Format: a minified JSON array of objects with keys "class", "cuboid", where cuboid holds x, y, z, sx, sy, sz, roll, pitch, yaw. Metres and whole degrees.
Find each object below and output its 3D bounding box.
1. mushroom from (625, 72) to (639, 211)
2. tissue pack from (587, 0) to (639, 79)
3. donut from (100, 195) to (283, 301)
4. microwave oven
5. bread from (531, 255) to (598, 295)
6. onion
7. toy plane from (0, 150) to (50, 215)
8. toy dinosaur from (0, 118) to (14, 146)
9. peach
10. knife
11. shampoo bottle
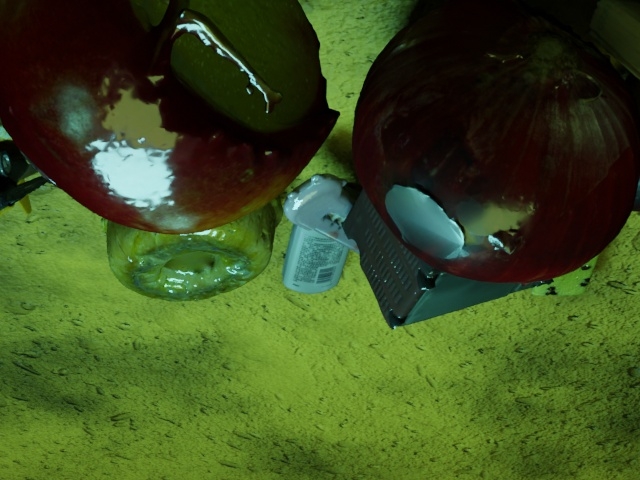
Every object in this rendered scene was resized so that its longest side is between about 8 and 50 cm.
[{"class":"mushroom","cuboid":[0.462,-0.130,2.070,0.217,0.148,0.227,-8,158,-16]},{"class":"tissue pack","cuboid":[0.425,-0.177,1.801,0.170,0.325,0.071,10,112,-18]},{"class":"donut","cuboid":[-0.169,-0.010,2.266,0.208,0.128,0.261,20,147,-31]},{"class":"microwave oven","cuboid":[0.182,-0.018,2.124,0.247,0.178,0.188,-15,159,-26]},{"class":"bread","cuboid":[0.353,0.007,2.364,0.088,0.049,0.226,1,150,-1]},{"class":"onion","cuboid":[0.198,-0.102,1.879,0.341,0.341,0.341,1,150,0]},{"class":"toy plane","cuboid":[-0.452,-0.047,2.090,0.204,0.103,0.316,-7,-168,14]},{"class":"toy dinosaur","cuboid":[-0.431,-0.139,2.139,0.212,0.057,0.142,-10,170,41]},{"class":"peach","cuboid":[-0.184,-0.179,1.754,0.310,0.335,0.406,-26,144,24]},{"class":"knife","cuboid":[0.065,-0.005,2.273,0.132,0.038,0.398,-38,148,15]},{"class":"shampoo bottle","cuboid":[0.000,0.000,2.350,0.086,0.056,0.227,-2,151,-10]}]
